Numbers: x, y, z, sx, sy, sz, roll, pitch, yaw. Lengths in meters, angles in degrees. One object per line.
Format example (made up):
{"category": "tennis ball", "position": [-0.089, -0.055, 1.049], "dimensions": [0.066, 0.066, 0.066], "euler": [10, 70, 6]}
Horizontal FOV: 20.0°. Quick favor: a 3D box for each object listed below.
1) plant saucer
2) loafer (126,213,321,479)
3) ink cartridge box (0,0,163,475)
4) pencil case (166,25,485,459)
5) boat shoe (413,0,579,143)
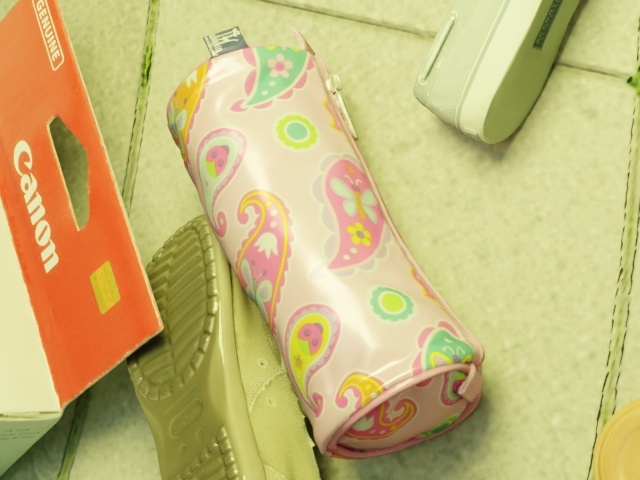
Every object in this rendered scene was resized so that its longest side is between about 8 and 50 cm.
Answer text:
{"category": "plant saucer", "position": [0.200, 0.132, 1.074], "dimensions": [0.083, 0.013, 0.083], "euler": [-7, 77, 30]}
{"category": "loafer", "position": [-0.060, 0.103, 1.197], "dimensions": [0.102, 0.092, 0.268], "euler": [-36, 47, 31]}
{"category": "ink cartridge box", "position": [-0.244, -0.005, 1.297], "dimensions": [0.261, 0.066, 0.296], "euler": [-41, 60, 41]}
{"category": "pencil case", "position": [0.000, 0.000, 1.164], "dimensions": [0.124, 0.124, 0.284], "euler": [-36, 62, 20]}
{"category": "boat shoe", "position": [0.124, -0.176, 1.149], "dimensions": [0.081, 0.079, 0.227], "euler": [29, 98, 28]}
